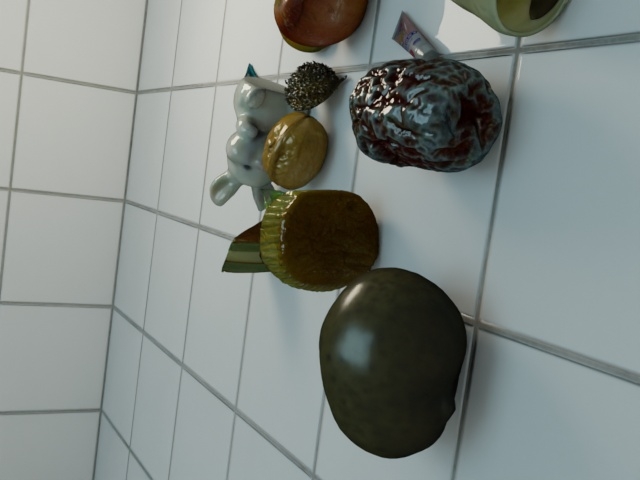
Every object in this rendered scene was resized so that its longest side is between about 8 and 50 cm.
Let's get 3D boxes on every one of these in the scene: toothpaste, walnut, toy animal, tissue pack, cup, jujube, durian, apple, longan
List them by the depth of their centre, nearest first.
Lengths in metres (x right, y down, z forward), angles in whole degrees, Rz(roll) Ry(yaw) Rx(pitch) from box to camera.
[{"bbox_3d":[0.290,-0.484,1.294,0.173,0.255,0.202,-33,44,0],"label":"cup"},{"bbox_3d":[0.132,0.223,1.435,0.288,0.289,0.349,9,99,61],"label":"longan"},{"bbox_3d":[0.190,-0.233,1.453,0.317,0.226,0.225,21,104,62],"label":"jujube"},{"bbox_3d":[0.197,-0.424,1.652,0.194,0.043,0.067,-116,38,-51],"label":"toothpaste"},{"bbox_3d":[0.006,-0.596,1.854,0.251,0.207,0.271,-143,65,-69],"label":"apple"},{"bbox_3d":[-0.019,-0.399,1.940,0.189,0.091,0.148,-3,40,31],"label":"durian"},{"bbox_3d":[-0.065,-0.224,1.972,0.206,0.159,0.159,-62,36,26],"label":"walnut"},{"bbox_3d":[-0.101,-0.058,2.058,0.086,0.100,0.215,-62,36,37],"label":"durian"},{"bbox_3d":[-0.179,-0.260,2.143,0.241,0.196,0.367,-148,68,-66],"label":"toy animal"},{"bbox_3d":[-0.216,-0.484,2.408,0.085,0.028,0.138,-64,31,27],"label":"tissue pack"}]

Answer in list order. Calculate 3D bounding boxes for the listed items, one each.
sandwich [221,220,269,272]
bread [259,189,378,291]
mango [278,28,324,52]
[{"bbox_3d":[-0.200,0.006,2.148,0.144,0.187,0.117,52,129,43],"label":"sandwich"},{"bbox_3d":[0.000,0.000,1.718,0.142,0.254,0.227,-6,77,63],"label":"bread"},{"bbox_3d":[-0.048,-0.573,2.056,0.136,0.099,0.227,-56,48,30],"label":"mango"}]
